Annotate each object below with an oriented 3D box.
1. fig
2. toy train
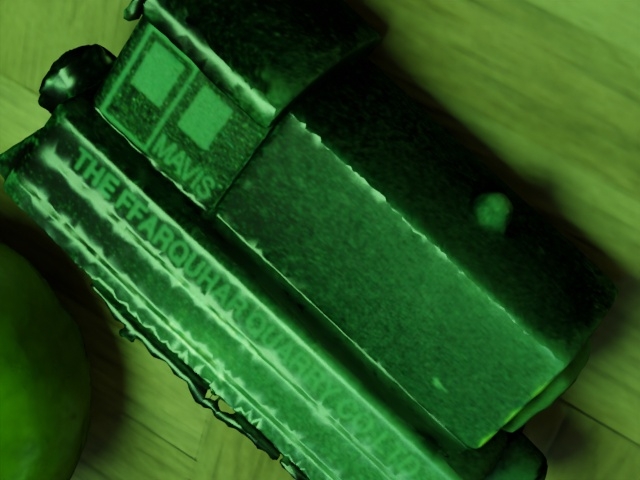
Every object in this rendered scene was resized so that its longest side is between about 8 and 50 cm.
[{"bbox_3d":[-0.260,0.093,0.943,0.233,0.314,0.233,-1,95,-7],"label":"fig"},{"bbox_3d":[0.000,0.000,0.723,0.330,0.138,0.178,42,128,5],"label":"toy train"}]
